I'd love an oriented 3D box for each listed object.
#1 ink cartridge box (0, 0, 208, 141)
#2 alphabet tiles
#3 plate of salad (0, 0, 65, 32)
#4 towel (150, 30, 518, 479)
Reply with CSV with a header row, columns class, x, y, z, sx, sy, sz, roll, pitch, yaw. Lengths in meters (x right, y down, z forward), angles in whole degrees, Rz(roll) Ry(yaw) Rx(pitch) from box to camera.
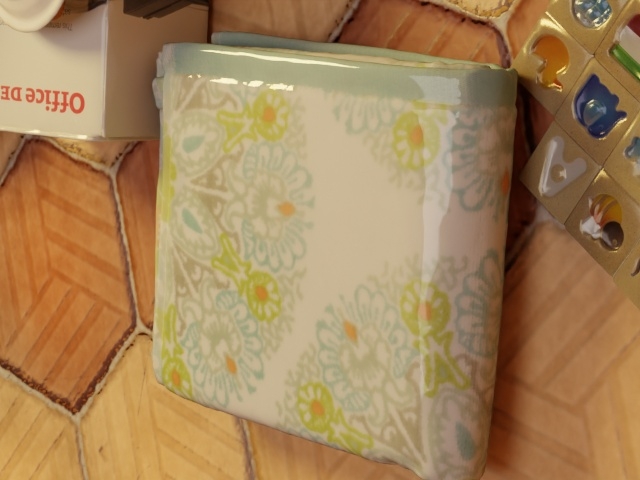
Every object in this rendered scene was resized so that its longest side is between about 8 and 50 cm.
class,x,y,z,sx,sy,sz,roll,pitch,yaw
ink cartridge box,-0.215,-0.250,1.586,0.223,0.129,0.307,9,99,43
alphabet tiles,0.270,-0.119,1.186,0.285,0.011,0.342,50,125,31
plate of salad,-0.247,-0.278,1.492,0.200,0.048,0.200,12,105,53
towel,0.000,0.000,1.420,0.374,0.090,0.320,12,106,45
